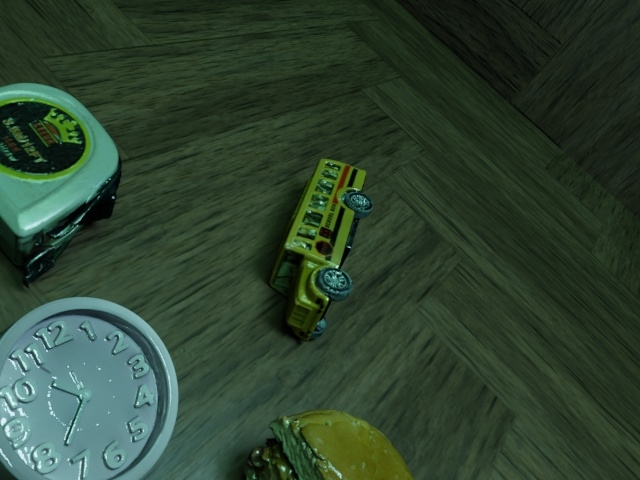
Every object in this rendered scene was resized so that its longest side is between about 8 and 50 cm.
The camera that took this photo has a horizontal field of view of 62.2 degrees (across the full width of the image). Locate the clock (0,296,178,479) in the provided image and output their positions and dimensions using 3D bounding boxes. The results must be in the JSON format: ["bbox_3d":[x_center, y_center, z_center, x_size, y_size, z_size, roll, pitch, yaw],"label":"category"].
[{"bbox_3d":[-0.245,0.160,0.537,0.197,0.068,0.197,31,44,-36],"label":"clock"}]

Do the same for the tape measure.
[{"bbox_3d":[-0.360,-0.084,0.699,0.235,0.115,0.207,48,46,6],"label":"tape measure"}]

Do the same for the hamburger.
[{"bbox_3d":[0.040,0.324,0.582,0.282,0.155,0.245,33,33,-13],"label":"hamburger"}]

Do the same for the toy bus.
[{"bbox_3d":[0.000,0.000,0.876,0.123,0.121,0.335,24,41,-3],"label":"toy bus"}]
